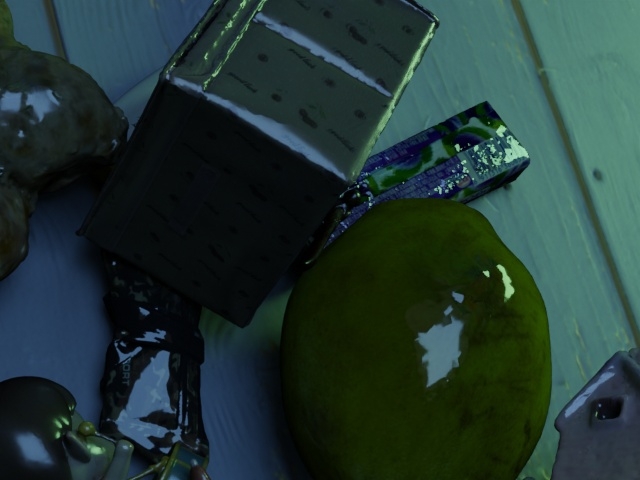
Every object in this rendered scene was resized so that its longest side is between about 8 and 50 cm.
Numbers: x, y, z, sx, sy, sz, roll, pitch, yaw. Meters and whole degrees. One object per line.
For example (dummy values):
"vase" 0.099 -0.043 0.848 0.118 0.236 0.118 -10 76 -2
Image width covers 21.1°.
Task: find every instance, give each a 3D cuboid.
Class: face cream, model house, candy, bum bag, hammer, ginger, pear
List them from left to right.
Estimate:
"ginger" -0.344 -0.141 1.620 0.256 0.176 0.375 -28 77 -11
"face cream" -0.172 -0.127 1.754 0.072 0.051 0.182 44 58 1
"bum bag" -0.159 0.098 1.640 0.102 0.069 0.248 13 62 -35
"hammer" 0.000 0.000 1.620 0.021 0.065 0.178 45 22 -7
"candy" 0.084 -0.054 1.821 0.312 0.061 0.088 -25 76 -31
"pear" 0.092 0.116 1.634 0.269 0.269 0.321 20 65 -13
"model house" 0.296 0.244 1.656 0.237 0.202 0.237 49 44 -30

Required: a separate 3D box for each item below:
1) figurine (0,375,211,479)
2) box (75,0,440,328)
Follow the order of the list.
"figurine" -0.232 0.204 1.517 0.275 0.161 0.158 31 35 -8
"box" -0.060 -0.100 1.577 0.190 0.297 0.225 32 55 -5
